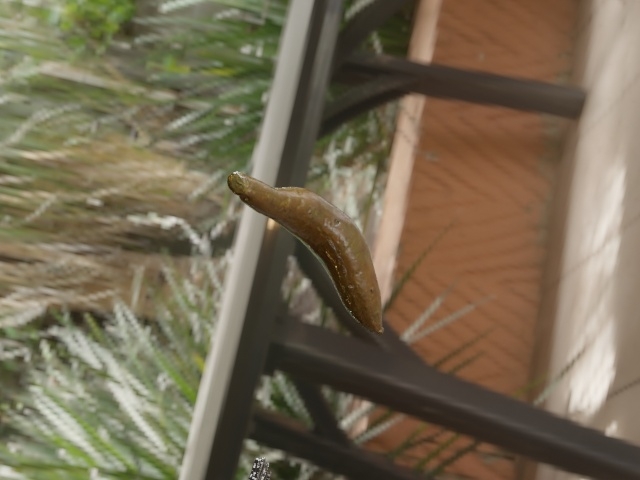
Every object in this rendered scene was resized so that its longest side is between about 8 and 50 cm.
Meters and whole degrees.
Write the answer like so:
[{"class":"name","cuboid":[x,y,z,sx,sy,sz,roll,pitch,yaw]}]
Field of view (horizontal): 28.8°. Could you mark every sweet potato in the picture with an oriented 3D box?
[{"class":"sweet potato","cuboid":[-0.001,-0.007,1.779,0.079,0.346,0.108,-28,32,31]}]

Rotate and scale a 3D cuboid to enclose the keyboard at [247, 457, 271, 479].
[{"class":"keyboard","cuboid":[-0.081,0.305,1.209,0.231,0.023,0.072,-68,-12,-61]}]
